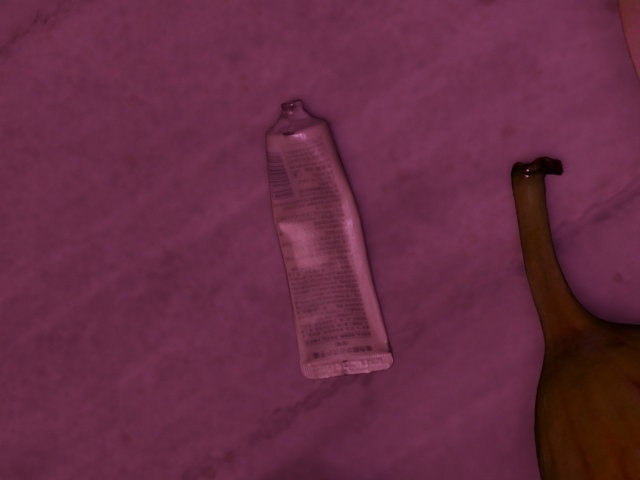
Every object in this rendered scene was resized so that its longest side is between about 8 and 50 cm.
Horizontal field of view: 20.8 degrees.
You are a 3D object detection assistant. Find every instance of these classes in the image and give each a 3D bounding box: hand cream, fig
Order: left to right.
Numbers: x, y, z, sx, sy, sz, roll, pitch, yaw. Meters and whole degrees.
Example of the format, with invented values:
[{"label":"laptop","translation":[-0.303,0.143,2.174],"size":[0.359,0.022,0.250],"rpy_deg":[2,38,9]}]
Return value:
[{"label":"hand cream","translation":[0.000,0.000,1.011],"size":[0.057,0.037,0.165],"rpy_deg":[-9,102,16]},{"label":"fig","translation":[0.157,0.072,0.916],"size":[0.151,0.151,0.259],"rpy_deg":[-36,83,17]}]

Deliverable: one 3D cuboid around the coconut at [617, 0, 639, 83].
[{"label":"coconut","translation":[0.246,-0.118,0.815],"size":[0.235,0.236,0.205],"rpy_deg":[12,98,14]}]
